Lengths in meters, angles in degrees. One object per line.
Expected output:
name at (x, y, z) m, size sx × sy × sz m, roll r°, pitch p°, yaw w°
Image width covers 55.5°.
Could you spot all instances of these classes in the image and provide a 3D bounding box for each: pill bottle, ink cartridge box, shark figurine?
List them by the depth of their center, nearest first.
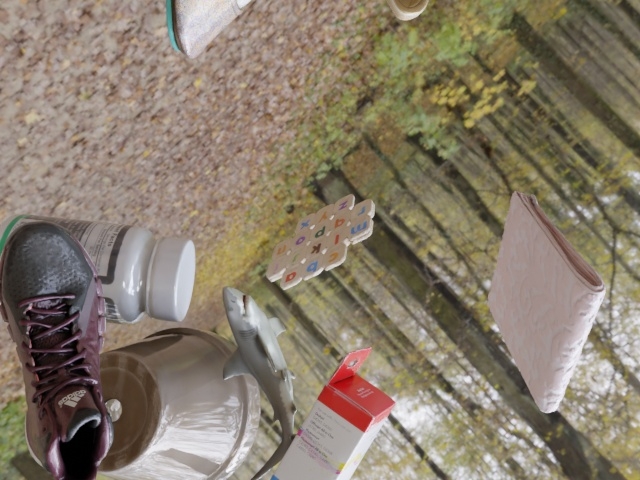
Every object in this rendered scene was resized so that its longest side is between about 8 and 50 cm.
ink cartridge box at (0.024, 0.263, 0.820) m, size 0.231 × 0.078 × 0.134 m, roll -60°, pitch 161°, yaw 5°
shark figurine at (-0.102, 0.220, 0.956) m, size 0.116 × 0.278 × 0.166 m, roll -23°, pitch 164°, yaw 10°
pill bottle at (-0.451, 0.063, 1.235) m, size 0.204 × 0.360 × 0.204 m, roll -173°, pitch -90°, yaw -89°

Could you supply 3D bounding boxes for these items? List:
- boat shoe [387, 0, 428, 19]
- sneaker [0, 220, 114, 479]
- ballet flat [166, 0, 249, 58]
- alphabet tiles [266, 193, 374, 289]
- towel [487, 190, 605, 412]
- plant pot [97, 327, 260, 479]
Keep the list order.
boat shoe at (0.096, -0.346, 0.778) m, size 0.062 × 0.170 × 0.059 m, roll -5°, pitch 161°, yaw -12°
sneaker at (-0.256, 0.121, 0.623) m, size 0.106 × 0.282 × 0.162 m, roll -11°, pitch -170°, yaw -30°
ballet flat at (-0.085, -0.328, 0.616) m, size 0.107 × 0.106 × 0.316 m, roll 80°, pitch 13°, yaw -73°
alphabet tiles at (0.000, 0.000, 1.421) m, size 0.284 × 0.021 × 0.278 m, roll -25°, pitch -153°, yaw 23°
towel at (0.433, 0.117, 1.210) m, size 0.317 × 0.053 × 0.332 m, roll -103°, pitch -170°, yaw -51°
plant pot at (-0.302, 0.305, 1.098) m, size 0.323 × 0.323 × 0.280 m, roll -43°, pitch 160°, yaw -1°
